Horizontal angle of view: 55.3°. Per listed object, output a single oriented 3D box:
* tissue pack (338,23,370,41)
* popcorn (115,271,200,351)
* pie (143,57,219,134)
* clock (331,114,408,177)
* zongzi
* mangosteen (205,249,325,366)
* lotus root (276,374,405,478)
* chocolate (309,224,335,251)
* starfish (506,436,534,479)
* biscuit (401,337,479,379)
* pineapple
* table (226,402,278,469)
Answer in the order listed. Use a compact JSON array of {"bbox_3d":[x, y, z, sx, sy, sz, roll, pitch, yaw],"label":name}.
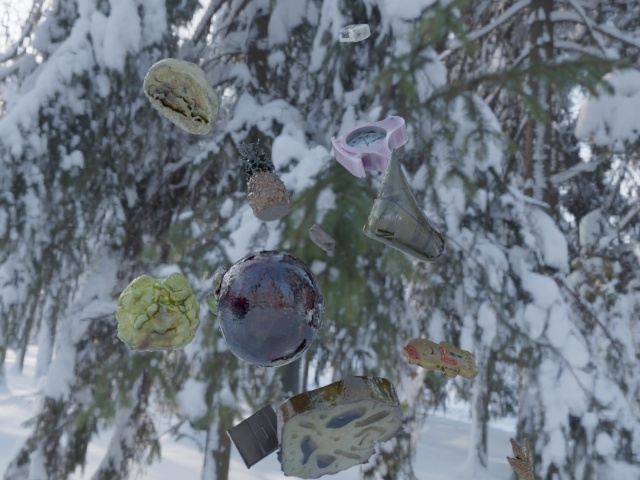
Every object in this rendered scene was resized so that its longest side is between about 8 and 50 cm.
[{"bbox_3d":[0.098,-0.605,1.782,0.062,0.042,0.083,-26,27,-21],"label":"tissue pack"},{"bbox_3d":[-0.353,0.158,1.344,0.185,0.167,0.187,-9,-14,5],"label":"popcorn"},{"bbox_3d":[-0.519,-0.535,2.303,0.339,0.077,0.339,21,-37,17],"label":"pie"},{"bbox_3d":[0.208,-0.327,2.156,0.275,0.290,0.080,-24,-51,-9],"label":"clock"},{"bbox_3d":[0.287,-0.101,1.859,0.260,0.289,0.123,24,-13,-13],"label":"zongzi"},{"bbox_3d":[-0.166,0.177,1.604,0.359,0.306,0.306,0,-11,13],"label":"mangosteen"},{"bbox_3d":[0.036,0.520,1.698,0.390,0.111,0.375,-43,-47,18],"label":"lotus root"},{"bbox_3d":[0.000,0.000,1.872,0.031,0.100,0.065,-34,-27,-29],"label":"chocolate"},{"bbox_3d":[0.713,0.790,2.140,0.043,0.240,0.227,-20,-66,30],"label":"starfish"},{"bbox_3d":[0.346,0.334,1.768,0.225,0.036,0.166,16,25,1],"label":"biscuit"},{"bbox_3d":[-0.227,-0.247,2.343,0.169,0.341,0.169,-18,-22,-8],"label":"pineapple"},{"bbox_3d":[-0.243,0.763,2.385,0.193,0.169,0.172,-28,-12,-17],"label":"table"}]
